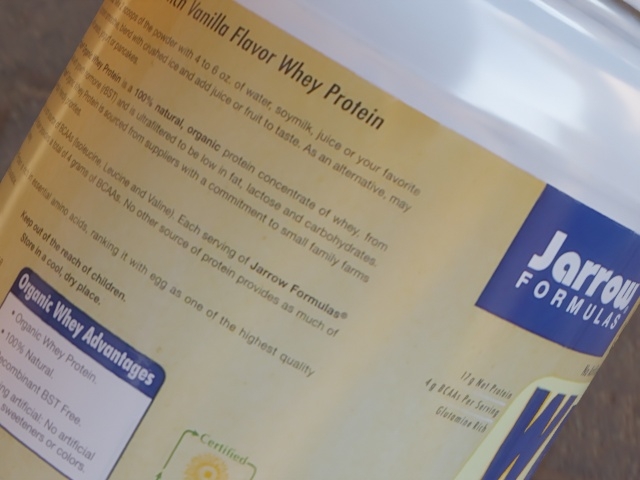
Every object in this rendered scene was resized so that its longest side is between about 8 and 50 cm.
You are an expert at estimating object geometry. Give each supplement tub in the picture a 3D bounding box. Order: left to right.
[{"bbox_3d":[0.000,0.000,0.725,0.228,0.228,0.316,34,98,27],"label":"supplement tub"}]
